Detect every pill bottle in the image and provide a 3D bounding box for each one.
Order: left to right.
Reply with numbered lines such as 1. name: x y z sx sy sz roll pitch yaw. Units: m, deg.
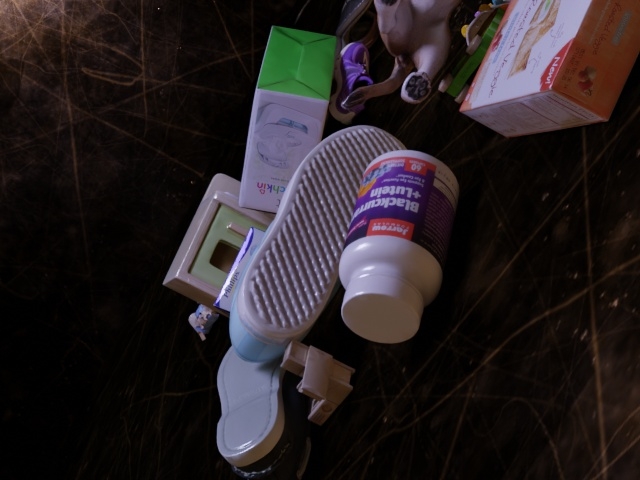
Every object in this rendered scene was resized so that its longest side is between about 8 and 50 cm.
1. pill bottle: 0.079 0.007 1.229 0.108 0.108 0.194 -49 19 47

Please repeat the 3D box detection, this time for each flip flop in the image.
1. flip flop: 0.071 -0.385 2.175 0.277 0.080 0.112 109 177 -61

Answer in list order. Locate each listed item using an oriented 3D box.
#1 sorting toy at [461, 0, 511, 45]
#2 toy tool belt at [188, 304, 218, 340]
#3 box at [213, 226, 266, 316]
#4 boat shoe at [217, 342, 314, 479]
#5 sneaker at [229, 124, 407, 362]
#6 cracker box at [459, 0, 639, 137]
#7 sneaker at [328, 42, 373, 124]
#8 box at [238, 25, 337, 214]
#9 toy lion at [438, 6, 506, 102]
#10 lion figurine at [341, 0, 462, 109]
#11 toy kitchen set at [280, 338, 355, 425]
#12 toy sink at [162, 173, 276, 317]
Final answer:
1. sorting toy: 0.215 -0.273 1.443 0.075 0.045 0.083 -48 0 -41
2. toy tool belt: -0.220 0.151 2.301 0.083 0.052 0.051 -59 44 29
3. box: -0.077 0.064 1.692 0.126 0.072 0.137 -65 -20 -9
4. boat shoe: -0.063 0.198 1.433 0.114 0.091 0.302 -23 24 18
5. sneaker: -0.015 0.002 1.477 0.366 0.135 0.150 -52 0 -36
6. cracker box: 0.227 -0.187 1.127 0.156 0.067 0.232 -65 13 -5
7. sneaker: 0.066 -0.271 2.006 0.071 0.068 0.170 -30 41 41
8. box: -0.057 -0.206 2.029 0.262 0.126 0.231 -84 3 -58
9. toy lion: 0.182 -0.221 1.374 0.100 0.034 0.096 -53 8 41
10. lion figurine: 0.150 -0.310 1.348 0.392 0.142 0.240 -51 1 9
11. toy kitchen set: -0.017 0.171 1.331 0.075 0.083 0.068 -54 15 35
12. toy sink: -0.151 0.001 2.073 0.234 0.152 0.131 -65 13 -16
